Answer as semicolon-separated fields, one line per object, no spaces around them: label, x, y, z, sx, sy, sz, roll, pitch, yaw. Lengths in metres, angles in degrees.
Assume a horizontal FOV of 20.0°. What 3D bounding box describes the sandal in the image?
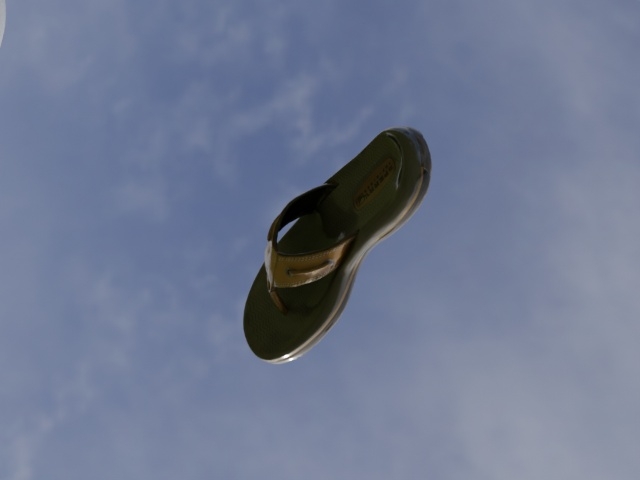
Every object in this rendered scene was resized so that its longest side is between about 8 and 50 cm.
sandal;0.000;0.000;1.337;0.219;0.060;0.090;-49;-132;31

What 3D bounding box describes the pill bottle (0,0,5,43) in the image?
pill bottle;-0.359;-0.182;1.397;0.216;0.121;0.121;9;-86;18
